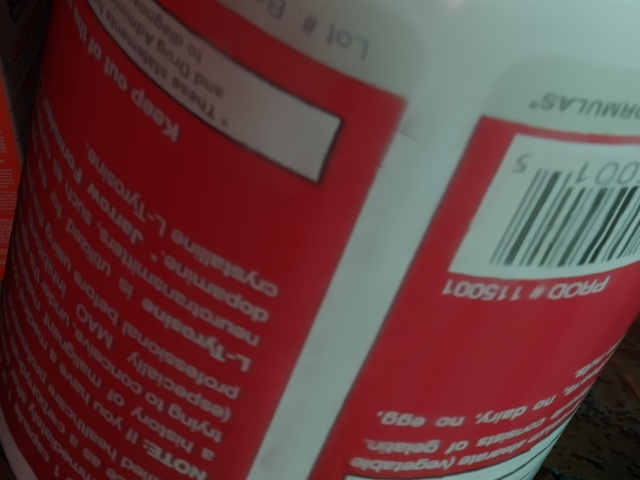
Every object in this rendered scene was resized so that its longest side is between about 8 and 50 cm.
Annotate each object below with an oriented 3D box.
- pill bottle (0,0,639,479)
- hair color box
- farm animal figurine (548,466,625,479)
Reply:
[{"bbox_3d":[0.000,0.000,0.502,0.229,0.229,0.407,17,131,-6],"label":"pill bottle"},{"bbox_3d":[-0.140,-0.057,0.577,0.043,0.072,0.141,3,130,6],"label":"hair color box"},{"bbox_3d":[0.190,0.287,0.737,0.172,0.330,0.326,-1,102,12],"label":"farm animal figurine"}]
